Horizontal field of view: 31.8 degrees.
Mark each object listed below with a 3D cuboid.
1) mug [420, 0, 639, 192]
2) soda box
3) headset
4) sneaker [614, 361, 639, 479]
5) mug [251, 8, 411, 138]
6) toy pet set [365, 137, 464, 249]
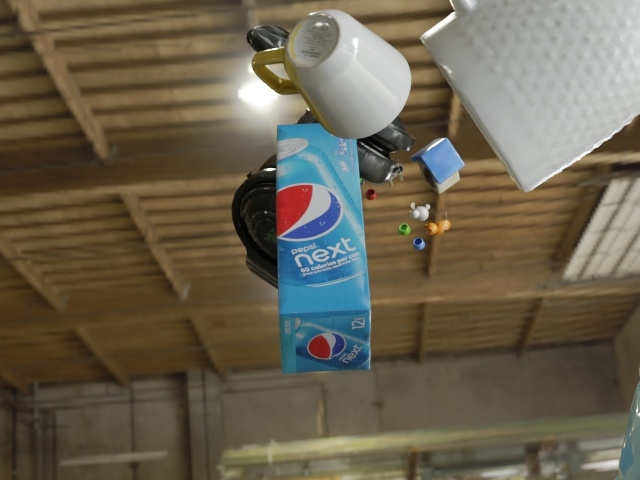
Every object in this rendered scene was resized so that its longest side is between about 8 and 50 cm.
[{"bbox_3d":[0.327,-0.308,1.591,0.328,0.374,0.276,-34,17,9],"label":"mug"},{"bbox_3d":[0.000,0.000,0.873,0.067,0.210,0.071,-3,-45,-1],"label":"soda box"},{"bbox_3d":[-0.016,-0.095,1.265,0.185,0.243,0.394,33,-21,6],"label":"headset"},{"bbox_3d":[0.263,0.170,0.757,0.127,0.208,0.319,12,-2,16],"label":"sneaker"},{"bbox_3d":[0.004,-0.094,0.635,0.078,0.062,0.064,-30,-31,15],"label":"mug"},{"bbox_3d":[0.125,-0.072,1.412,0.114,0.122,0.065,-36,-37,-10],"label":"toy pet set"}]
